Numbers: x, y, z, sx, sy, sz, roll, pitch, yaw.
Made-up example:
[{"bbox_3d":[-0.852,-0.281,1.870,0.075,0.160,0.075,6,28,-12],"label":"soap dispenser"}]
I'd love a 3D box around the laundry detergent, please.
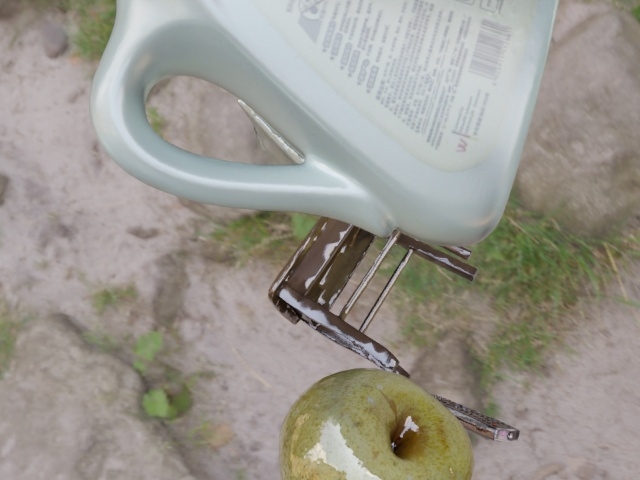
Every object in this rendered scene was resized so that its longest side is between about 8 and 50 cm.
[{"bbox_3d":[-0.024,-0.120,0.596,0.280,0.105,0.215,14,85,-9],"label":"laundry detergent"}]

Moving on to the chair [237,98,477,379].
[{"bbox_3d":[0.000,0.000,1.247,0.319,0.160,0.186,32,84,16],"label":"chair"}]

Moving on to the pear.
[{"bbox_3d":[0.045,0.193,0.975,0.167,0.167,0.136,59,134,26],"label":"pear"}]

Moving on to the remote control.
[{"bbox_3d":[0.182,0.239,1.552,0.212,0.059,0.028,16,91,49],"label":"remote control"}]
